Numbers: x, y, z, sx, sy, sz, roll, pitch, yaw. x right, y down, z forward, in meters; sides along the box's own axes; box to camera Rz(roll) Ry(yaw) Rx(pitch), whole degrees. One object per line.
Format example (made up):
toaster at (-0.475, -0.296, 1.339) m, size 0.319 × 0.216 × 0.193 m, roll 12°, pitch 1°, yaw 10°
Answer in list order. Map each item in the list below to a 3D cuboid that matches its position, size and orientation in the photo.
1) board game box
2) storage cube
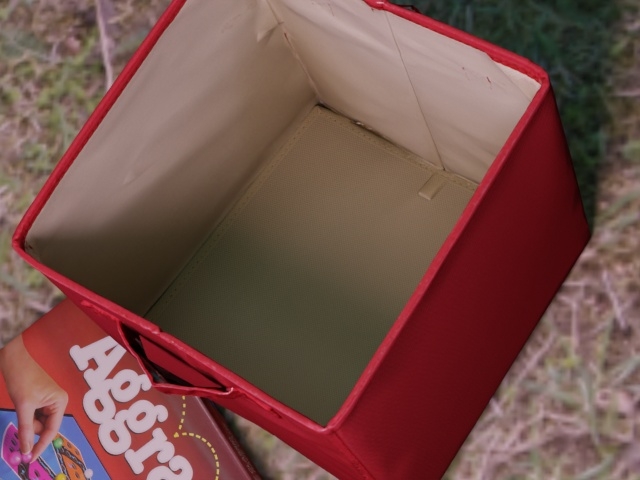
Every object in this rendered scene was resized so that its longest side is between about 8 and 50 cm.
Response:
board game box at (-0.095, 0.164, 0.956) m, size 0.145 × 0.027 × 0.281 m, roll -37°, pitch 68°, yaw 6°
storage cube at (0.000, 0.000, 0.861) m, size 0.184 × 0.193 × 0.215 m, roll 28°, pitch 79°, yaw 22°
